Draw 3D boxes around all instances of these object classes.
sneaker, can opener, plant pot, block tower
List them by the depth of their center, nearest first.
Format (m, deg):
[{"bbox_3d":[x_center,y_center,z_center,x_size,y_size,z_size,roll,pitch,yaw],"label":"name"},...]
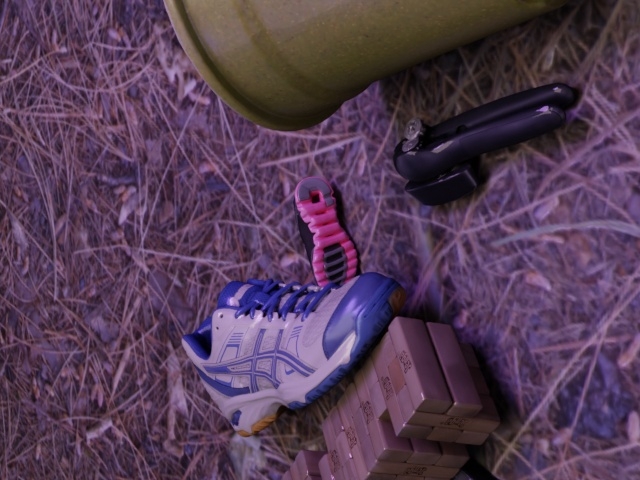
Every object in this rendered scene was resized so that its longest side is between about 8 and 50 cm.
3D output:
[{"bbox_3d":[0.054,-0.241,0.925,0.254,0.276,0.276,-8,90,35],"label":"plant pot"},{"bbox_3d":[0.132,-0.089,0.998,0.186,0.073,0.059,-26,38,43],"label":"can opener"},{"bbox_3d":[0.038,0.218,1.091,0.335,0.091,0.097,-57,34,36],"label":"block tower"},{"bbox_3d":[-0.041,0.087,1.119,0.131,0.112,0.296,50,138,-1],"label":"sneaker"},{"bbox_3d":[0.000,0.000,1.159,0.057,0.047,0.119,150,108,-68],"label":"sneaker"}]

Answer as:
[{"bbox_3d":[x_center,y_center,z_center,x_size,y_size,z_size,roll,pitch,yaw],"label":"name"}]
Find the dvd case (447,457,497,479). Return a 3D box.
[{"bbox_3d":[0.147,0.339,1.057,0.179,0.030,0.238,38,123,36],"label":"dvd case"}]
